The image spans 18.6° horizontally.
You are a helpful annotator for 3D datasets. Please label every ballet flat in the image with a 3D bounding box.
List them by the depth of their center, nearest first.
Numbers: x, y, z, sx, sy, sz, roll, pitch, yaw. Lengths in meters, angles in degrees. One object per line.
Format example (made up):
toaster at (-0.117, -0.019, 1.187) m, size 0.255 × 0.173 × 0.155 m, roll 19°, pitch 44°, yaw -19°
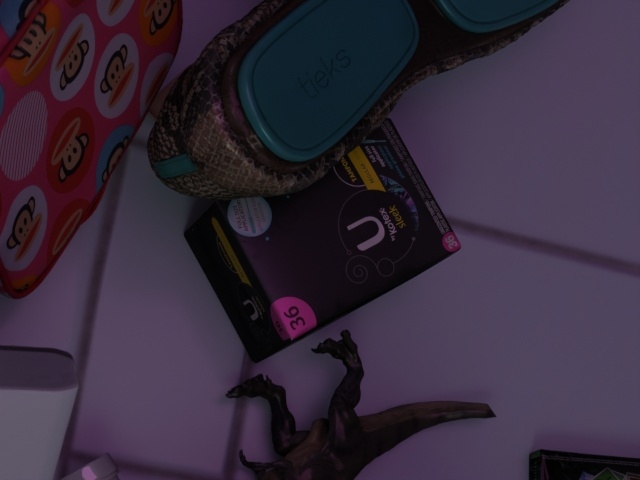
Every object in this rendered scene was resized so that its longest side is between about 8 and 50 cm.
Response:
ballet flat at (0.040, -0.179, 1.513) m, size 0.483 × 0.182 × 0.164 m, roll -39°, pitch 104°, yaw -35°

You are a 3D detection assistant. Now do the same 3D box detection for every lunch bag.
lunch bag at (-0.203, -0.112, 1.398) m, size 0.120 × 0.258 × 0.293 m, roll 16°, pitch 59°, yaw 22°

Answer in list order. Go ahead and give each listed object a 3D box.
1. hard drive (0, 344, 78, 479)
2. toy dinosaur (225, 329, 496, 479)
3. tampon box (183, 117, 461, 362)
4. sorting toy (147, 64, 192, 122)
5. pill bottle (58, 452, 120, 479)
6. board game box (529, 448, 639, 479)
hard drive at (-0.286, 0.184, 1.261) m, size 0.203 × 0.307 × 0.040 m, roll 4°, pitch 42°, yaw -19°
toy dinosaur at (0.003, 0.142, 1.497) m, size 0.268 × 0.064 × 0.118 m, roll -26°, pitch 86°, yaw -30°
tampon box at (0.000, 0.000, 1.505) m, size 0.161 × 0.101 × 0.120 m, roll -28°, pitch 86°, yaw -23°
sorting toy at (-0.093, -0.092, 1.544) m, size 0.083 × 0.012 × 0.062 m, roll 45°, pitch 62°, yaw -1°
pill bottle at (-0.147, 0.216, 1.419) m, size 0.065 × 0.065 × 0.116 m, roll -29°, pitch 87°, yaw -23°
board game box at (0.291, 0.247, 1.587) m, size 0.260 × 0.030 × 0.136 m, roll 7°, pitch 72°, yaw -18°
